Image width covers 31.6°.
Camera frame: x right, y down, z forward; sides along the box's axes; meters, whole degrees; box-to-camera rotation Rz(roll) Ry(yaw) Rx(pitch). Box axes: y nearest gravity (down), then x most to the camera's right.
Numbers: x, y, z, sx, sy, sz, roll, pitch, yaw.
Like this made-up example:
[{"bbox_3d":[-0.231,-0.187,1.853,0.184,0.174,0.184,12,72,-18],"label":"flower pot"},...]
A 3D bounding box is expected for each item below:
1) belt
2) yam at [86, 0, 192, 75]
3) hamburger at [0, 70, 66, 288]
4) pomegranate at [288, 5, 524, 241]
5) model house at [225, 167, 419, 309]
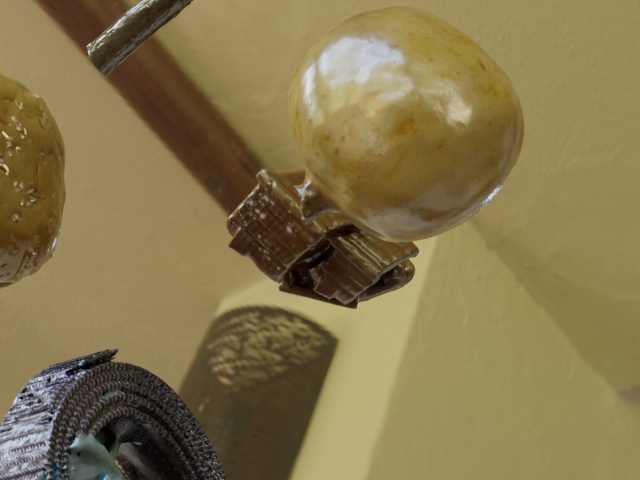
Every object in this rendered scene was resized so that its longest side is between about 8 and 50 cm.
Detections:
[{"bbox_3d":[-0.205,0.280,1.172,0.122,0.260,0.324,-18,-70,27],"label":"belt"},{"bbox_3d":[-0.110,-0.288,1.182,0.327,0.045,0.045,-39,-101,1],"label":"yam"},{"bbox_3d":[-0.439,-0.085,1.444,0.260,0.283,0.145,18,-31,-42],"label":"hamburger"},{"bbox_3d":[0.055,-0.082,0.878,0.196,0.196,0.196,11,-47,12],"label":"pomegranate"},{"bbox_3d":[0.000,0.000,1.566,0.220,0.229,0.199,-33,-104,5],"label":"model house"}]
